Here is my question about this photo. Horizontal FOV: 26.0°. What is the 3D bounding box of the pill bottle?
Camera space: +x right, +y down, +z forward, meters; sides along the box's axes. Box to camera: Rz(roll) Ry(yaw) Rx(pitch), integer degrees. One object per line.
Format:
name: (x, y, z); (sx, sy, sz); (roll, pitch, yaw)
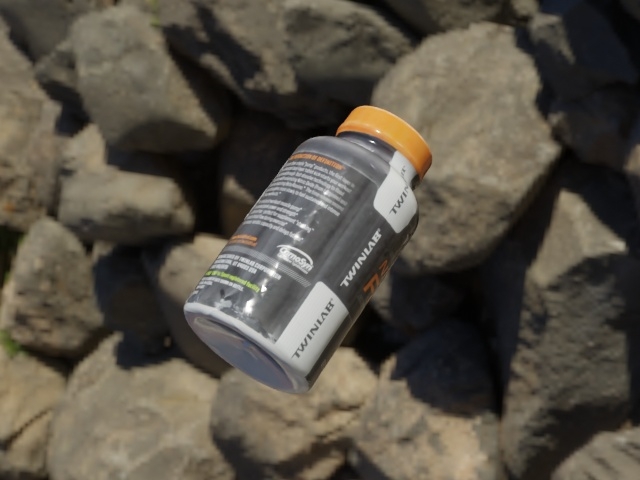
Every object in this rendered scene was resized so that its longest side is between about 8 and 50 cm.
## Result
pill bottle: (0.000, 0.000, 1.198); (0.246, 0.130, 0.130); (-55, 13, -20)
